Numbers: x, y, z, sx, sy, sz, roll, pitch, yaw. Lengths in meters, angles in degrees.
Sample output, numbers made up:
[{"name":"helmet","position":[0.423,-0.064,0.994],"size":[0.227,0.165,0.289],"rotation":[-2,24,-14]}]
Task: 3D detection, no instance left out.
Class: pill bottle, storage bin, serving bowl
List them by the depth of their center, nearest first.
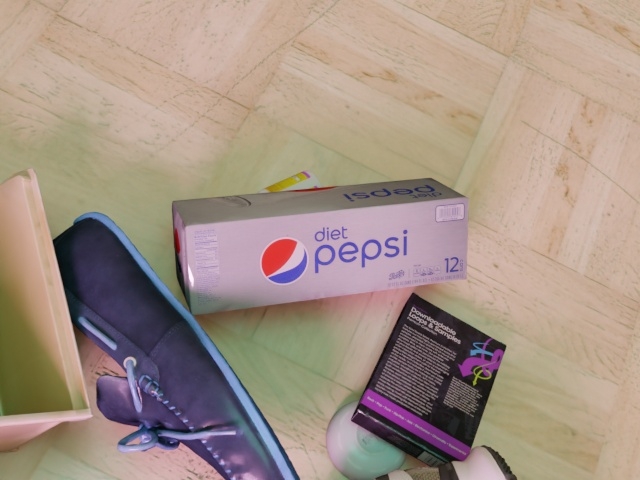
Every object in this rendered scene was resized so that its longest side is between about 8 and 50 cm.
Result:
[{"name":"storage bin","position":[-0.354,0.048,0.685],"size":[0.262,0.123,0.260],"rotation":[5,60,-49]},{"name":"serving bowl","position":[0.048,0.193,0.832],"size":[0.083,0.027,0.083],"rotation":[5,65,-10]},{"name":"pill bottle","position":[-0.040,-0.041,0.914],"size":[0.083,0.043,0.043],"rotation":[-25,73,-22]}]

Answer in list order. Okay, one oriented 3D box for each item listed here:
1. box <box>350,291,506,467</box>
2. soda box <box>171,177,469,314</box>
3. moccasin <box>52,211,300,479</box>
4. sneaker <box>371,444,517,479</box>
[{"name":"box","position":[0.112,0.141,0.854],"size":[0.116,0.029,0.162],"rotation":[30,51,2]},{"name":"soda box","position":[0.000,0.000,0.857],"size":[0.286,0.098,0.091],"rotation":[-6,108,-15]},{"name":"moccasin","position":[-0.150,0.126,0.777],"size":[0.117,0.137,0.342],"rotation":[-37,61,-15]},{"name":"sneaker","position":[0.083,0.413,0.681],"size":[0.258,0.169,0.447],"rotation":[-13,66,0]}]
